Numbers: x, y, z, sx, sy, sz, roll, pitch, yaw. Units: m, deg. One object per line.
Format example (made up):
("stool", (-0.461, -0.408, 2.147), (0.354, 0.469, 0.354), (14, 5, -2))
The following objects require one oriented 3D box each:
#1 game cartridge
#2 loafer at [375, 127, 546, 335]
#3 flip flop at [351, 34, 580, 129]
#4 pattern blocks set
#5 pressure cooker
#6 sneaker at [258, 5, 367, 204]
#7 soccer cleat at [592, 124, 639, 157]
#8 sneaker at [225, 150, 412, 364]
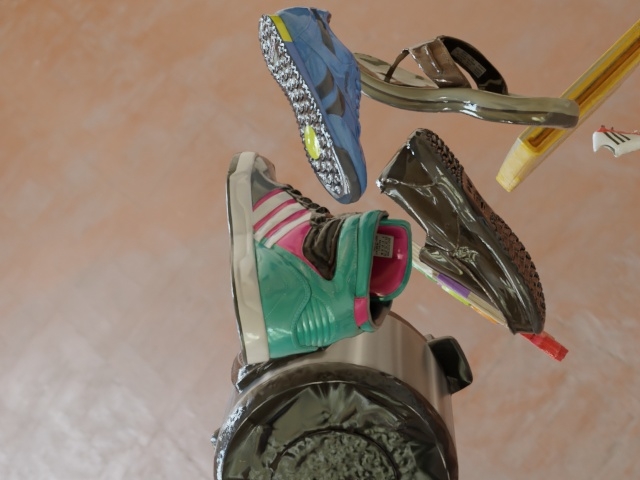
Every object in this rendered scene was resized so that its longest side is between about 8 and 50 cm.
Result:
("game cartridge", (0.418, -0.212, 2.281), (0.285, 0.053, 0.324), (-44, -8, -5))
("loafer", (0.129, 0.002, 1.273), (0.078, 0.220, 0.080), (-34, 4, 19))
("flip flop", (0.146, -0.171, 1.445), (0.277, 0.112, 0.080), (16, 105, 38))
("pattern blocks set", (0.176, 0.057, 1.737), (0.026, 0.285, 0.325), (-56, 2, 3))
("pressure cooker", (0.024, 0.293, 2.158), (0.420, 0.369, 0.376), (-78, 7, -72))
("sneaker", (0.014, -0.130, 1.256), (0.069, 0.082, 0.209), (112, 141, -56))
("soccer cleat", (0.372, -0.117, 1.679), (0.083, 0.029, 0.036), (10, 85, 10))
("sneaker", (0.000, 0.000, 1.369), (0.178, 0.124, 0.295), (-6, 38, -1))
